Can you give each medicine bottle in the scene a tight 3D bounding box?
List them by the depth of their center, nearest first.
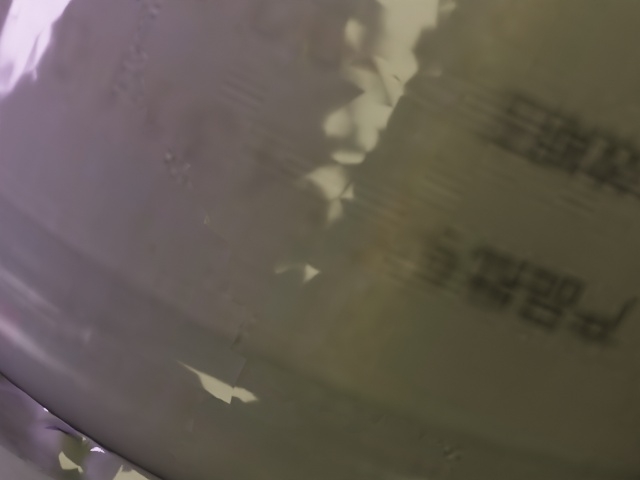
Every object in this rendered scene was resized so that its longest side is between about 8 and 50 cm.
[{"bbox_3d":[0.000,0.000,0.448,0.245,0.245,0.306,28,106,7],"label":"medicine bottle"}]
